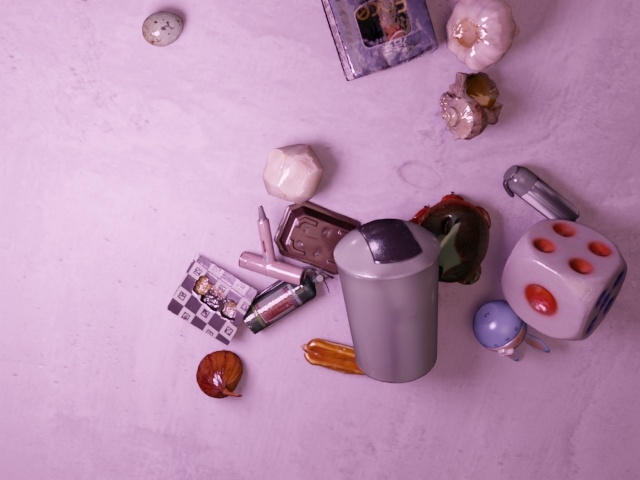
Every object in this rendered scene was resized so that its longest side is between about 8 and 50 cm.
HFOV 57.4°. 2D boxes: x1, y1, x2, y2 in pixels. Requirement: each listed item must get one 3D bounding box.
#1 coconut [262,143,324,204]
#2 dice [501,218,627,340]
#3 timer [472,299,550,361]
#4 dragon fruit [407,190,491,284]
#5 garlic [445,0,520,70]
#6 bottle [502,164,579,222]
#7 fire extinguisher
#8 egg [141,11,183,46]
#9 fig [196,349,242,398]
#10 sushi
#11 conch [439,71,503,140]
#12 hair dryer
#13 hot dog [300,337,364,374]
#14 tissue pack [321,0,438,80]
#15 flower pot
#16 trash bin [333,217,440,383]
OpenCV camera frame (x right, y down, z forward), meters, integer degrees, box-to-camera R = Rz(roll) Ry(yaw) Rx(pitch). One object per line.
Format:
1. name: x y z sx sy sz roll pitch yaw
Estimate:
1. coconut: -0.073 -0.189 1.606 0.161 0.161 0.162 16 99 -9
2. dice: 0.690 0.108 1.659 0.251 0.259 0.243 -31 138 -32
3. timer: 0.569 0.299 1.777 0.175 0.175 0.255 -33 100 2
4. dragon fruit: 0.370 0.006 1.715 0.268 0.130 0.295 41 96 -18
5. garlic: 0.466 -0.577 1.586 0.226 0.199 0.199 -21 106 -32
6. bottle: 0.649 -0.124 1.733 0.254 0.079 0.096 35 94 -13
7. fire extinguisher: -0.092 0.161 1.714 0.295 0.093 0.118 -32 101 2
8. egg: -0.410 -0.552 1.522 0.110 0.085 0.085 -36 105 -16
9. fig: -0.290 0.416 1.702 0.134 0.201 0.146 10 108 -18
10. sushi: -0.309 0.170 1.704 0.215 0.050 0.192 31 99 8
11. conch: 0.421 -0.374 1.619 0.245 0.163 0.178 -14 123 -33
12. hair dryer: -0.128 0.008 1.632 0.195 0.053 0.220 17 122 14
13. hot dog: 0.049 0.354 1.790 0.236 0.062 0.092 19 100 -13
14. tissue pack: 0.138 -0.631 1.543 0.260 0.122 0.361 -19 102 -4
15. flower pot: 0.000 0.000 1.692 0.251 0.084 0.178 21 100 -10
16. trash bin: 0.193 0.151 1.612 0.281 0.280 0.431 -11 119 -3
